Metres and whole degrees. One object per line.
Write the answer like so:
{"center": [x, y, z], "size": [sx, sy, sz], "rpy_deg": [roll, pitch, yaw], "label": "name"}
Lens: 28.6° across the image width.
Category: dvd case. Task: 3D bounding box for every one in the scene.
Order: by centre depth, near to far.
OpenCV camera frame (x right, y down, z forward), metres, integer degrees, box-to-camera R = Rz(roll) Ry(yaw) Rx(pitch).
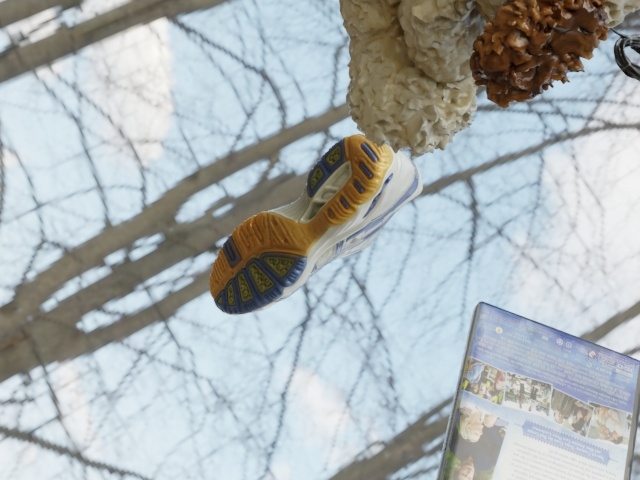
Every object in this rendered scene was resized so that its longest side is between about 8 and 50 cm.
{"center": [0.204, 0.195, 1.166], "size": [0.180, 0.253, 0.022], "rpy_deg": [21, -32, -6], "label": "dvd case"}

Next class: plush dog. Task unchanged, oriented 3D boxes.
{"center": [0.119, -0.193, 0.782], "size": [0.225, 0.262, 0.211], "rpy_deg": [16, -26, 46], "label": "plush dog"}

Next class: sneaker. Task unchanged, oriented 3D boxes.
{"center": [0.000, 0.000, 1.486], "size": [0.296, 0.131, 0.112], "rpy_deg": [-38, -119, 24], "label": "sneaker"}

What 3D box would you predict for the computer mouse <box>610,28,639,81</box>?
{"center": [0.262, -0.222, 1.232], "size": [0.242, 0.071, 0.041], "rpy_deg": [33, -22, -23], "label": "computer mouse"}
